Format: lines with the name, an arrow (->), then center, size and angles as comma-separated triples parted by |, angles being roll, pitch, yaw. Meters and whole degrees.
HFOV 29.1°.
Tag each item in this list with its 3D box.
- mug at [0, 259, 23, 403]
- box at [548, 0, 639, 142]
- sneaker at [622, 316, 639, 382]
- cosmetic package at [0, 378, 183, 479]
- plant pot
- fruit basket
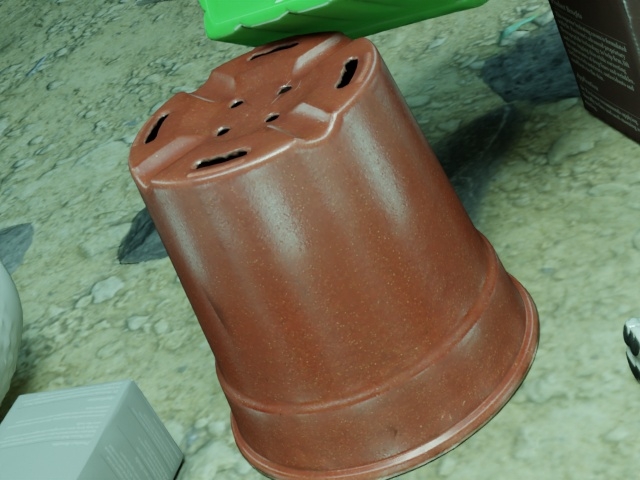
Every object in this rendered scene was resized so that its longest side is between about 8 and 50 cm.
mug -> -0.455, 0.150, 1.121 | 0.374, 0.276, 0.328 | -42, 7, 43
box -> 0.317, -0.213, 1.107 | 0.167, 0.203, 0.168 | -28, 30, -4
sneaker -> 0.258, 0.089, 0.809 | 0.071, 0.068, 0.170 | -20, 28, 0
cosmetic package -> -0.213, 0.223, 0.936 | 0.127, 0.107, 0.238 | -9, 36, 28
plant pot -> 0.000, 0.000, 0.953 | 0.272, 0.265, 0.272 | -19, 30, 12
fruit basket -> 0.069, -0.268, 1.020 | 0.327, 0.165, 0.353 | -7, 16, 44
